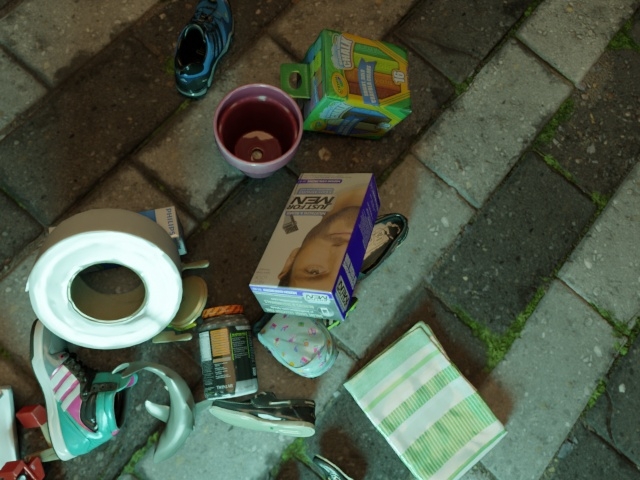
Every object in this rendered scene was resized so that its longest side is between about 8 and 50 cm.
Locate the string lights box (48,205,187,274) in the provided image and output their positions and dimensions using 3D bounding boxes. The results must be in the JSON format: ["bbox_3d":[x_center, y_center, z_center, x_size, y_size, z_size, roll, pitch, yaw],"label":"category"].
[{"bbox_3d":[-0.439,0.004,1.144,0.259,0.133,0.077,-11,73,-11],"label":"string lights box"}]

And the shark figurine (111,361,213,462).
[{"bbox_3d":[-0.294,0.333,1.046,0.166,0.116,0.279,-24,121,-23],"label":"shark figurine"}]

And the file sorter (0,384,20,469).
[{"bbox_3d":[-0.747,0.404,0.958,0.277,0.173,0.193,-1,102,-8],"label":"file sorter"}]

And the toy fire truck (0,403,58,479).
[{"bbox_3d":[-0.569,0.445,1.042,0.047,0.135,0.192,-13,115,19],"label":"toy fire truck"}]

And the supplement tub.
[{"bbox_3d":[-0.203,0.242,1.128,0.116,0.117,0.191,-6,77,-9],"label":"supplement tub"}]

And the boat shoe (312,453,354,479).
[{"bbox_3d":[0.033,0.519,1.127,0.133,0.049,0.042,41,67,-1],"label":"boat shoe"}]

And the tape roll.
[{"bbox_3d":[-0.428,0.080,1.050,0.285,0.100,0.287,-7,122,-12],"label":"tape roll"}]

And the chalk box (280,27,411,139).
[{"bbox_3d":[0.047,-0.372,1.242,0.288,0.179,0.181,3,76,-23],"label":"chalk box"}]

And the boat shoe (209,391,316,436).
[{"bbox_3d":[-0.125,0.374,1.135,0.232,0.084,0.079,8,53,-2],"label":"boat shoe"}]

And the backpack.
[{"bbox_3d":[-0.051,0.212,1.111,0.152,0.115,0.182,-48,63,-1],"label":"backpack"}]

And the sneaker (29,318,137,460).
[{"bbox_3d":[-0.481,0.285,1.075,0.178,0.124,0.296,-16,87,-6],"label":"sneaker"}]

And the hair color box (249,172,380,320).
[{"bbox_3d":[0.000,0.000,1.127,0.185,0.110,0.339,3,51,23],"label":"hair color box"}]

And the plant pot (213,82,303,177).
[{"bbox_3d":[-0.147,-0.238,1.218,0.201,0.180,0.202,2,77,-7],"label":"plant pot"}]

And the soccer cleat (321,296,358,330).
[{"bbox_3d":[0.009,0.177,1.202,0.178,0.060,0.072,-37,82,-11],"label":"soccer cleat"}]

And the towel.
[{"bbox_3d":[0.248,0.385,1.194,0.247,0.038,0.325,-37,84,-13],"label":"towel"}]

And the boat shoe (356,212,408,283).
[{"bbox_3d":[0.072,0.037,1.215,0.339,0.113,0.127,-27,83,-13],"label":"boat shoe"}]

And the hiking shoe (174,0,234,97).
[{"bbox_3d":[-0.286,-0.512,1.291,0.113,0.132,0.305,12,75,-5],"label":"hiking shoe"}]

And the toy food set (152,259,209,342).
[{"bbox_3d":[-0.298,0.139,1.153,0.132,0.038,0.192,-8,59,31],"label":"toy food set"}]
